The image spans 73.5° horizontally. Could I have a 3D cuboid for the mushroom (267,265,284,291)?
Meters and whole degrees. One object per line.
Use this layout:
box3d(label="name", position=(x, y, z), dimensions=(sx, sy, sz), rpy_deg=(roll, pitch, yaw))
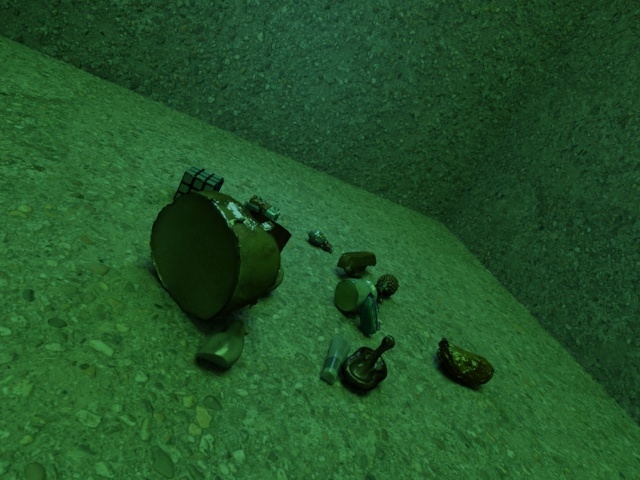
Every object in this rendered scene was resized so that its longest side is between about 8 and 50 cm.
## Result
box3d(label="mushroom", position=(-0.234, 0.095, 1.682), dimensions=(0.206, 0.209, 0.206), rpy_deg=(23, -4, 2))

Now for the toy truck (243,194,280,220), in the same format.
box3d(label="toy truck", position=(-0.313, -0.159, 2.286), dimensions=(0.178, 0.080, 0.115), rpy_deg=(30, 27, 6))

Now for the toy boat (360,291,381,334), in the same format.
box3d(label="toy boat", position=(0.220, 0.300, 1.804), dimensions=(0.091, 0.175, 0.110), rpy_deg=(3, 9, 43))

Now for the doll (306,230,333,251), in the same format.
box3d(label="doll", position=(0.000, 0.000, 2.337), dimensions=(0.180, 0.079, 0.094), rpy_deg=(38, 20, -10))

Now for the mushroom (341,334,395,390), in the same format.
box3d(label="mushroom", position=(0.198, 0.400, 1.485), dimensions=(0.148, 0.217, 0.227), rpy_deg=(41, 25, 12))

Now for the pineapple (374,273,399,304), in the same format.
box3d(label="pineapple", position=(0.293, 0.239, 2.112), dimensions=(0.130, 0.119, 0.277), rpy_deg=(53, 28, 8))

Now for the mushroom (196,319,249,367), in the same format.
box3d(label="mushroom", position=(-0.276, 0.303, 1.293), dimensions=(0.116, 0.093, 0.225), rpy_deg=(12, 23, 14))

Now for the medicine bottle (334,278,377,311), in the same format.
box3d(label="medicine bottle", position=(0.156, 0.242, 1.886), dimensions=(0.143, 0.147, 0.147), rpy_deg=(10, 29, -47))

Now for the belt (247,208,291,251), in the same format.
box3d(label="belt", position=(-0.264, -0.034, 1.864), dimensions=(0.217, 0.122, 0.339), rpy_deg=(36, -10, -30))

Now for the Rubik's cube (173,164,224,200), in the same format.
box3d(label="Rubik's cube", position=(-0.574, -0.242, 2.036), dimensions=(0.163, 0.162, 0.160), rpy_deg=(25, 21, -7))

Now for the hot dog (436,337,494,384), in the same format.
box3d(label="hot dog", position=(0.619, 0.536, 1.862), dimensions=(0.259, 0.114, 0.175), rpy_deg=(29, 17, -7))

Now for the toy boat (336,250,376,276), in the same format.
box3d(label="toy boat", position=(0.198, 0.125, 2.229), dimensions=(0.089, 0.121, 0.321), rpy_deg=(14, 10, 35))

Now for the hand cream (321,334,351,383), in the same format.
box3d(label="hand cream", position=(0.058, 0.414, 1.523), dimensions=(0.079, 0.048, 0.255), rpy_deg=(39, 20, 1))

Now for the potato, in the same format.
box3d(label="potato", position=(-0.321, 0.027, 1.448), dimensions=(0.442, 0.385, 0.319), rpy_deg=(34, 21, 26))
